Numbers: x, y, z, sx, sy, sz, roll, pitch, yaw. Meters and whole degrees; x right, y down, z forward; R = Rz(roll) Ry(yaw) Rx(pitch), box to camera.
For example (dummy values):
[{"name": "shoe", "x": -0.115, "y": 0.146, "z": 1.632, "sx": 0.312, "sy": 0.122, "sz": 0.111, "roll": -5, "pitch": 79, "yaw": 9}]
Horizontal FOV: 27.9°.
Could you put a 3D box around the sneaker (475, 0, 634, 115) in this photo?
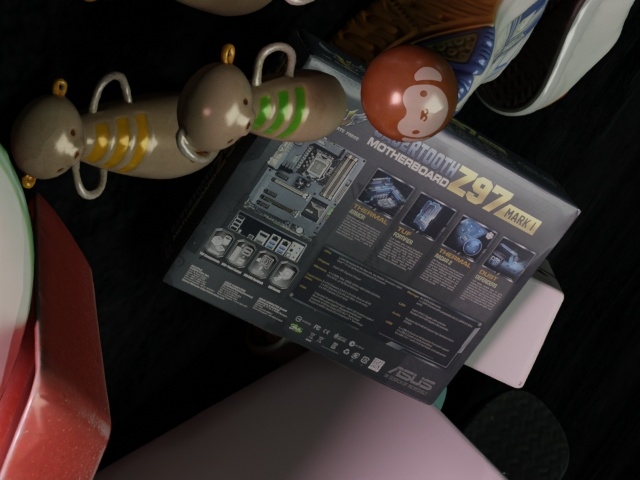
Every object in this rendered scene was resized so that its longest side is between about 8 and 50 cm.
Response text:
[{"name": "sneaker", "x": 0.237, "y": -0.243, "z": 1.132, "sx": 0.290, "sy": 0.106, "sz": 0.123, "roll": -58, "pitch": 159, "yaw": 21}]

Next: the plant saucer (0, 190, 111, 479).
[{"name": "plant saucer", "x": -0.170, "y": 0.132, "z": 0.674, "sx": 0.047, "sy": 0.258, "sz": 0.259, "roll": 18, "pitch": 105, "yaw": -18}]

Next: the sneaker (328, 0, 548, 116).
[{"name": "sneaker", "x": 0.098, "y": -0.141, "z": 0.979, "sx": 0.296, "sy": 0.112, "sz": 0.131, "roll": -48, "pitch": 156, "yaw": -16}]

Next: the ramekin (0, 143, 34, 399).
[{"name": "ramekin", "x": -0.258, "y": 0.029, "z": 0.498, "sx": 0.303, "sy": 0.148, "sz": 0.303, "roll": -40, "pitch": 147, "yaw": -33}]

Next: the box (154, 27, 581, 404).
[{"name": "box", "x": 0.032, "y": -0.009, "z": 0.878, "sx": 0.232, "sy": 0.059, "sz": 0.183, "roll": 26, "pitch": 110, "yaw": -25}]

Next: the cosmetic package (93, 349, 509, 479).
[{"name": "cosmetic package", "x": -0.001, "y": 0.355, "z": 0.995, "sx": 0.329, "sy": 0.327, "sz": 0.394, "roll": -28, "pitch": 141, "yaw": -23}]

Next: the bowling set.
[{"name": "bowling set", "x": -0.029, "y": -0.127, "z": 0.691, "sx": 0.154, "sy": 0.200, "sz": 0.287, "roll": -7, "pitch": 120, "yaw": -54}]

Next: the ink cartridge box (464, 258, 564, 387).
[{"name": "ink cartridge box", "x": 0.112, "y": 0.035, "z": 1.061, "sx": 0.203, "sy": 0.148, "sz": 0.086, "roll": -49, "pitch": 162, "yaw": -81}]

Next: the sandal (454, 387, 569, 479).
[{"name": "sandal", "x": 0.110, "y": 0.321, "z": 1.410, "sx": 0.445, "sy": 0.167, "sz": 0.107, "roll": -28, "pitch": 173, "yaw": -38}]

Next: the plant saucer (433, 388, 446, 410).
[{"name": "plant saucer", "x": 0.105, "y": 0.186, "z": 1.408, "sx": 0.119, "sy": 0.021, "sz": 0.119, "roll": -40, "pitch": 147, "yaw": -34}]

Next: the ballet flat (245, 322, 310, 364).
[{"name": "ballet flat", "x": 0.000, "y": 0.000, "z": 1.002, "sx": 0.068, "sy": 0.072, "sz": 0.213, "roll": 16, "pitch": 102, "yaw": -32}]
